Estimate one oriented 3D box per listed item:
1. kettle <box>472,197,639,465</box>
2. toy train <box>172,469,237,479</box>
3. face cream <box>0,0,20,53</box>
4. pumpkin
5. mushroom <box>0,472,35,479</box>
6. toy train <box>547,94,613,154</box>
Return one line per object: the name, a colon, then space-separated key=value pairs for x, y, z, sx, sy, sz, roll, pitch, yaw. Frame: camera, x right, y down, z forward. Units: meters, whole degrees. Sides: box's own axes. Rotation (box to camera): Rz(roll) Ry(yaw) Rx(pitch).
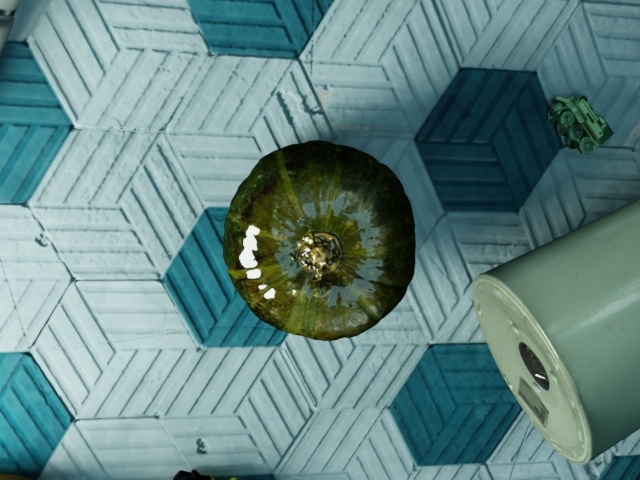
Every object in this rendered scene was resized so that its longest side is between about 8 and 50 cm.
kettle: x=0.414 y=0.103 z=1.541 sx=0.376 sy=0.250 sz=0.361 roll=-28 pitch=137 yaw=-9
toy train: x=-0.126 y=0.342 z=1.518 sx=0.219 sy=0.089 sz=0.127 roll=34 pitch=86 yaw=-26
face cream: x=-0.384 y=-0.163 z=1.236 sx=0.143 sy=0.089 sz=0.314 roll=26 pitch=108 yaw=-27
pumpkin: x=0.000 y=0.000 z=1.386 sx=0.223 sy=0.157 sz=0.224 roll=-1 pitch=106 yaw=-2
mushroom: x=-0.384 y=0.427 z=1.383 sx=0.345 sy=0.345 sz=0.239 roll=11 pitch=150 yaw=-22
toy train: x=0.309 y=-0.142 z=1.503 sx=0.053 sy=0.033 sz=0.083 roll=-43 pitch=117 yaw=-5
